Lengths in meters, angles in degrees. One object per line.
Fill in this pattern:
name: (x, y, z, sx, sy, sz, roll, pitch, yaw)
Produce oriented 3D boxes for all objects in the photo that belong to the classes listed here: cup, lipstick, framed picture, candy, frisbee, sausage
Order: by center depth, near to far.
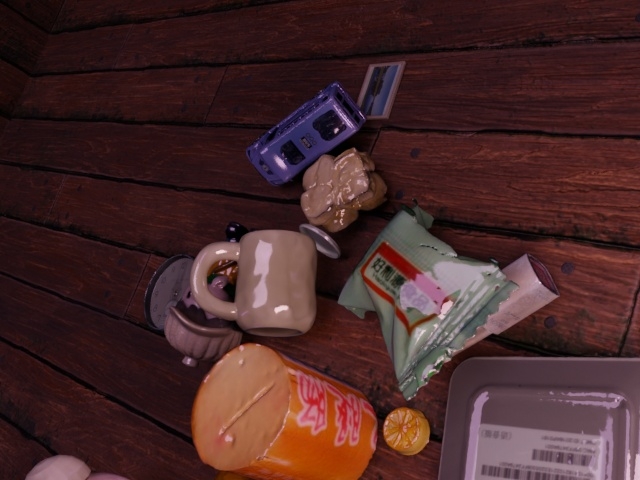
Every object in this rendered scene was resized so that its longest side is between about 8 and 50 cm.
lipstick: (0.289, 0.127, 1.348, 0.253, 0.079, 0.077, -39, 42, 26)
candy: (0.173, 0.093, 1.357, 0.262, 0.172, 0.398, -55, 28, 8)
sausage: (-0.059, 0.332, 1.404, 0.233, 0.287, 0.233, -18, 56, 29)
cup: (-0.127, 0.088, 1.607, 0.173, 0.255, 0.202, -20, 62, 51)
frisbee: (0.000, 0.000, 1.657, 0.110, 0.110, 0.014, 21, 67, 46)
framed picture: (0.136, -0.349, 1.789, 0.109, 0.011, 0.149, 6, 72, 44)

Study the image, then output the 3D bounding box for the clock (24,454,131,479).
clock: (-0.483, 0.635, 1.596, 0.184, 0.326, 0.342, -24, 54, 33)

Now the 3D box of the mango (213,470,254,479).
mango: (-0.152, 0.503, 1.499, 0.136, 0.166, 0.236, 14, 49, 4)

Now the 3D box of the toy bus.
toy bus: (-0.044, -0.230, 1.774, 0.292, 0.125, 0.133, -33, 17, 24)

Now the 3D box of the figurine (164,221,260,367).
figurine: (-0.222, 0.133, 1.769, 0.185, 0.204, 0.332, 15, 51, 30)

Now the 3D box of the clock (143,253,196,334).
clock: (-0.370, 0.136, 1.965, 0.215, 0.042, 0.214, -21, 55, 33)

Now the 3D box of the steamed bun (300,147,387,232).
steamed bun: (0.050, -0.112, 1.676, 0.178, 0.106, 0.192, -32, 50, 19)

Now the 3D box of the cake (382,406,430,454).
cake: (0.154, 0.342, 1.379, 0.084, 0.044, 0.084, -19, 58, 33)

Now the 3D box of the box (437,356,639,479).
box: (0.349, 0.362, 1.161, 0.367, 0.090, 0.372, -8, 62, 40)
